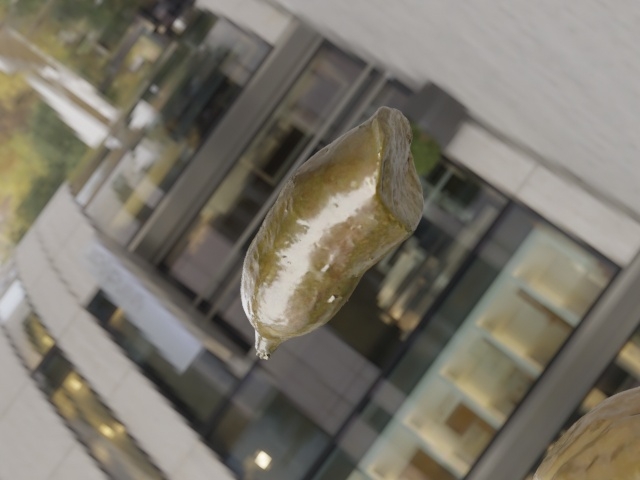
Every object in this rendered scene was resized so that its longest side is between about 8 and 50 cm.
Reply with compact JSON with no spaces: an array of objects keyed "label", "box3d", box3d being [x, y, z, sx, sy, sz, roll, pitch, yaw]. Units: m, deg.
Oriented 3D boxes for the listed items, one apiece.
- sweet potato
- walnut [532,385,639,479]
[{"label":"sweet potato","box3d":[0.000,0.000,1.804,0.157,0.370,0.158,32,-150,-21]},{"label":"walnut","box3d":[0.350,0.298,1.551,0.277,0.313,0.252,49,-176,-11]}]
